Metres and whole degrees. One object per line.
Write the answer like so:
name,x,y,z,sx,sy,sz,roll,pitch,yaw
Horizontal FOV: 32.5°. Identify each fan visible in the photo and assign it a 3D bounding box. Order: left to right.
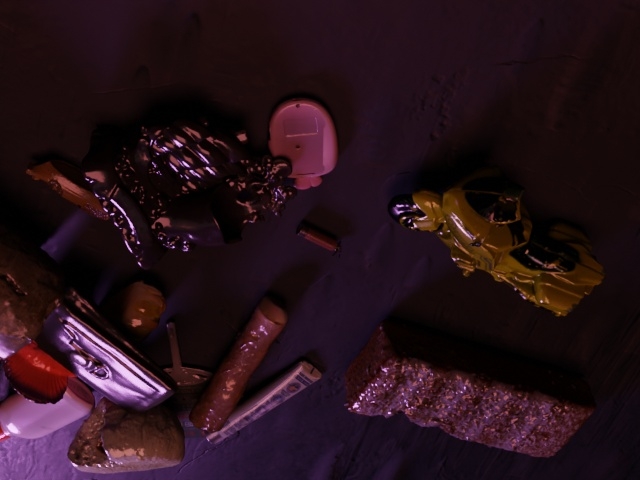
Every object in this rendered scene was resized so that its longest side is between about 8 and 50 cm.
fan,-0.270,0.271,1.952,0.223,0.012,0.294,-24,127,19

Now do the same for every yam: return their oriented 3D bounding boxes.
yam,-0.542,0.024,1.614,0.195,0.195,0.300,-28,127,21
yam,-0.138,0.212,1.864,0.066,0.066,0.300,20,121,-18

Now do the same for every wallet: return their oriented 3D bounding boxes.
wallet,-0.353,0.186,1.751,0.245,0.052,0.168,44,135,-13

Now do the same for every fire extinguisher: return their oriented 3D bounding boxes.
fire extinguisher,0.000,0.000,1.719,0.083,0.022,0.028,26,88,-23

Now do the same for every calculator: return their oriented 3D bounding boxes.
calculator,-0.025,-0.138,1.599,0.103,0.024,0.166,-6,132,2

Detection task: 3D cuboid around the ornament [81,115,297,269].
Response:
ornament,-0.178,-0.087,1.584,0.260,0.106,0.251,-17,131,13

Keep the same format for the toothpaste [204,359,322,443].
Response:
toothpaste,-0.106,0.287,1.946,0.239,0.039,0.062,-34,130,15

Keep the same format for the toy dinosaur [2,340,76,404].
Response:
toy dinosaur,-0.429,0.224,1.815,0.286,0.139,0.070,30,121,-22

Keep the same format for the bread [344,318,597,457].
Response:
bread,0.260,0.267,1.903,0.416,0.113,0.165,17,130,-17

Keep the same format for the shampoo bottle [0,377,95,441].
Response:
shampoo bottle,-0.511,0.307,1.945,0.220,0.051,0.108,-28,129,19

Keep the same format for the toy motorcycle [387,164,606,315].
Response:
toy motorcycle,0.280,-0.007,1.652,0.342,0.142,0.206,27,162,-24

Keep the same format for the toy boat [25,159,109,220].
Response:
toy boat,-0.365,-0.076,1.623,0.149,0.047,0.049,31,123,-26

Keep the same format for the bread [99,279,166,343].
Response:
bread,-0.309,0.131,1.778,0.083,0.094,0.157,35,117,-23

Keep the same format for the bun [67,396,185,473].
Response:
bun,-0.339,0.336,1.915,0.212,0.127,0.204,-10,159,16
